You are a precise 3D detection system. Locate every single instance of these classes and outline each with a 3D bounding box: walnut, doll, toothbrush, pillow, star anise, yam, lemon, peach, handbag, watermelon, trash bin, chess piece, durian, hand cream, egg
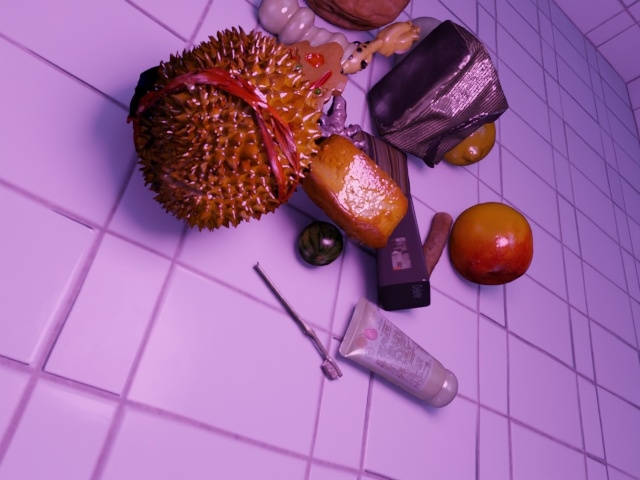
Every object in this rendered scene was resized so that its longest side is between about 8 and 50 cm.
[{"bbox_3d":[0.109,-0.738,1.423,0.343,0.306,0.306,20,58,-28],"label":"walnut"},{"bbox_3d":[0.154,-0.544,1.459,0.291,0.086,0.117,-32,60,-19],"label":"doll"},{"bbox_3d":[-0.044,0.163,1.054,0.028,0.026,0.294,-36,95,-29],"label":"toothbrush"},{"bbox_3d":[0.160,-0.187,1.374,0.212,0.052,0.208,22,54,-32],"label":"pillow"},{"bbox_3d":[0.026,-0.237,1.240,0.229,0.093,0.237,18,73,-16],"label":"star anise"},{"bbox_3d":[0.294,0.026,1.383,0.066,0.066,0.300,47,47,-13],"label":"yam"},{"bbox_3d":[0.442,-0.333,1.597,0.184,0.184,0.249,33,39,-25],"label":"lemon"},{"bbox_3d":[0.467,0.011,1.424,0.230,0.231,0.231,18,59,-33],"label":"peach"},{"bbox_3d":[0.322,-0.382,1.409,0.240,0.340,0.247,33,31,-33],"label":"handbag"},{"bbox_3d":[0.002,0.005,1.119,0.108,0.109,0.109,18,59,-33],"label":"watermelon"},{"bbox_3d":[0.187,0.028,1.215,0.165,0.114,0.226,65,20,-60],"label":"trash bin"},{"bbox_3d":[-0.047,-0.517,1.306,0.251,0.144,0.144,39,49,-11],"label":"chess piece"},{"bbox_3d":[-0.167,-0.199,0.918,0.347,0.347,0.385,17,70,-34],"label":"durian"},{"bbox_3d":[0.179,0.264,1.151,0.305,0.093,0.147,39,55,-18],"label":"hand cream"},{"bbox_3d":[0.328,-0.538,1.577,0.202,0.202,0.283,-9,85,-42],"label":"egg"}]

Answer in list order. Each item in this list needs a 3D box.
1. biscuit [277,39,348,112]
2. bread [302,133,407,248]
[{"bbox_3d":[-0.054,-0.393,1.215,0.238,0.041,0.212,17,77,5],"label":"biscuit"},{"bbox_3d":[0.062,-0.101,1.089,0.146,0.268,0.268,-46,106,-1],"label":"bread"}]
